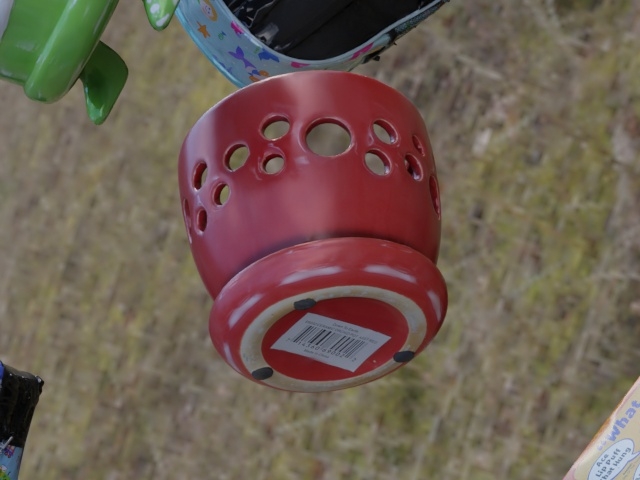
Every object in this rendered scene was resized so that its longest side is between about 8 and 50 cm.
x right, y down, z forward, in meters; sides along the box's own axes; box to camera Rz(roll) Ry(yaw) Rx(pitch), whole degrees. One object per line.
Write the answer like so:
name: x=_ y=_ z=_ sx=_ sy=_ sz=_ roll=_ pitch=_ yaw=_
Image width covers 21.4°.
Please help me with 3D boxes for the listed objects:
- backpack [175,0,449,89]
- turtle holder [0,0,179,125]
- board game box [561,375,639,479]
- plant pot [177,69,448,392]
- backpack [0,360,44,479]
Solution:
backpack: x=-0.017 y=-0.252 z=1.560 sx=0.253 sy=0.225 sz=0.191 roll=-39 pitch=0 yaw=-31
turtle holder: x=-0.180 y=-0.262 z=1.145 sx=0.320 sy=0.227 sz=0.243 roll=-65 pitch=11 yaw=-7
board game box: x=0.564 y=0.272 z=1.858 sx=0.356 sy=0.356 sz=0.356 roll=-50 pitch=22 yaw=-13
plant pot: x=0.000 y=0.000 z=1.218 sx=0.191 sy=0.191 sz=0.174 roll=123 pitch=146 yaw=-43
backpack: x=-0.376 y=0.203 z=1.698 sx=0.117 sy=0.158 sz=0.173 roll=40 pitch=-124 yaw=-62
